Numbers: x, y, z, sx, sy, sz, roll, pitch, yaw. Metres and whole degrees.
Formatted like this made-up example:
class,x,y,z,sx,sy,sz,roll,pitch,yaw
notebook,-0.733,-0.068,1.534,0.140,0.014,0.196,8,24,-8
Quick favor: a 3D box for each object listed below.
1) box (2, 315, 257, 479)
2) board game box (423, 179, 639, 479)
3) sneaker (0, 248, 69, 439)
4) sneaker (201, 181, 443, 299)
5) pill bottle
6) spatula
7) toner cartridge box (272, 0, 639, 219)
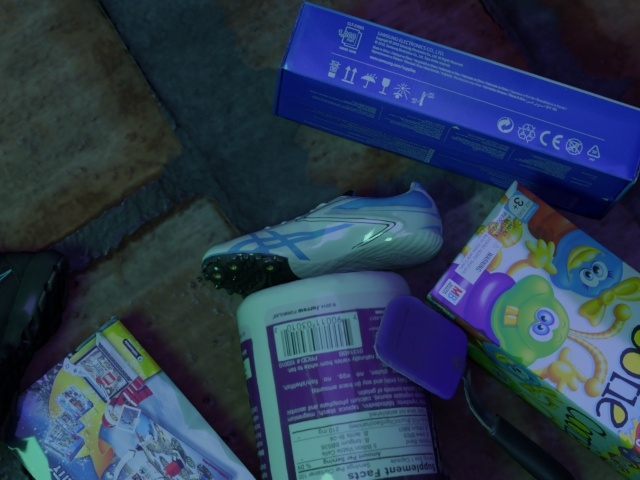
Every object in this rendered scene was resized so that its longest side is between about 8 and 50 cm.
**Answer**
class,x,y,z,sx,sy,sz,roll,pitch,yaw
box,-0.181,0.211,1.882,0.159,0.044,0.233,-40,83,-10
board game box,0.245,0.091,1.881,0.275,0.142,0.144,37,79,4
sneaker,-0.323,0.108,1.838,0.106,0.101,0.267,13,43,9
sneaker,0.000,0.000,1.924,0.237,0.085,0.086,-11,53,-2
pill bottle,0.025,0.190,1.836,0.169,0.169,0.301,-8,80,-5
spatula,0.154,0.156,1.847,0.296,0.030,0.084,45,45,-31
toner cartridge box,0.131,-0.122,1.906,0.348,0.165,0.075,18,78,0
